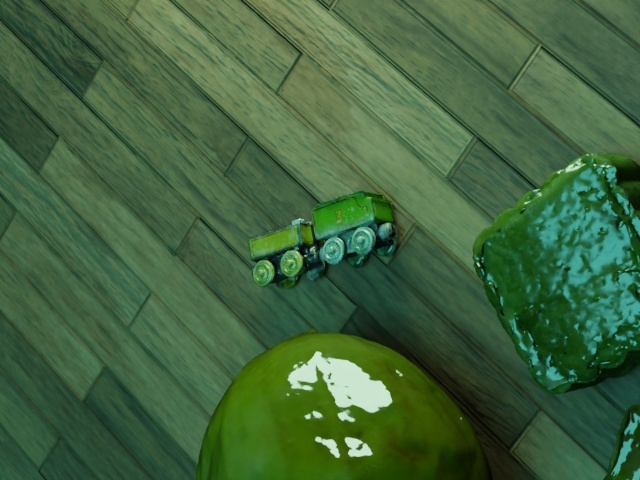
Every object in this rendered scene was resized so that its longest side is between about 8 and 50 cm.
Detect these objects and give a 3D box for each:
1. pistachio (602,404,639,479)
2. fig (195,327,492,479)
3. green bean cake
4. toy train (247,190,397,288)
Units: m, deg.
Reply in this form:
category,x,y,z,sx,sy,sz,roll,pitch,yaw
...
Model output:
category,x,y,z,sx,sy,sz,roll,pitch,yaw
pistachio,0.334,0.257,1.671,0.089,0.049,0.173,-3,87,10
fig,0.016,0.261,1.732,0.343,0.343,0.343,0,91,33
green bean cake,0.278,0.035,1.666,0.200,0.113,0.214,-39,71,27
toy train,0.000,0.000,1.880,0.202,0.060,0.081,-18,74,32
